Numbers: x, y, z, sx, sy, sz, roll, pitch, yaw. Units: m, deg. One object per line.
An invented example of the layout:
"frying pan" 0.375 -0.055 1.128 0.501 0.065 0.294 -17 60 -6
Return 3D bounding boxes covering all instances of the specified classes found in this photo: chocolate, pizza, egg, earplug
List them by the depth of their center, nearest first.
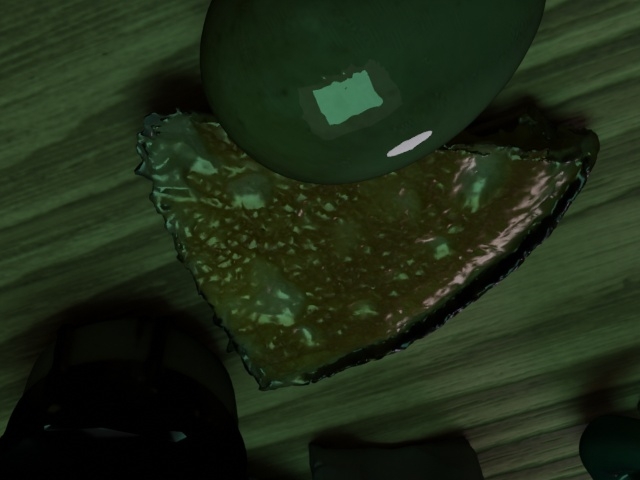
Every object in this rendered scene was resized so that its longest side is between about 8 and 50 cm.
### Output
"egg" 0.045 -0.168 1.205 0.295 0.218 0.218 -23 133 3
"pizza" 0.025 0.014 1.486 0.434 0.080 0.392 5 134 -7
"chocolate" -0.207 0.191 1.571 0.283 0.186 0.284 0 144 0
"earplug" 0.428 0.268 1.721 0.280 0.164 0.257 -7 125 -18

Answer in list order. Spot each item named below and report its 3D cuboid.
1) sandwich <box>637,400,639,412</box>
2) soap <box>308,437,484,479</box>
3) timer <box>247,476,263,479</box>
"sandwich" 0.396 0.179 1.709 0.083 0.031 0.044 -36 131 25
"soap" 0.115 0.483 1.715 0.212 0.435 0.350 -4 132 -8
"timer" -0.140 0.355 1.755 0.255 0.175 0.175 10 134 -17
